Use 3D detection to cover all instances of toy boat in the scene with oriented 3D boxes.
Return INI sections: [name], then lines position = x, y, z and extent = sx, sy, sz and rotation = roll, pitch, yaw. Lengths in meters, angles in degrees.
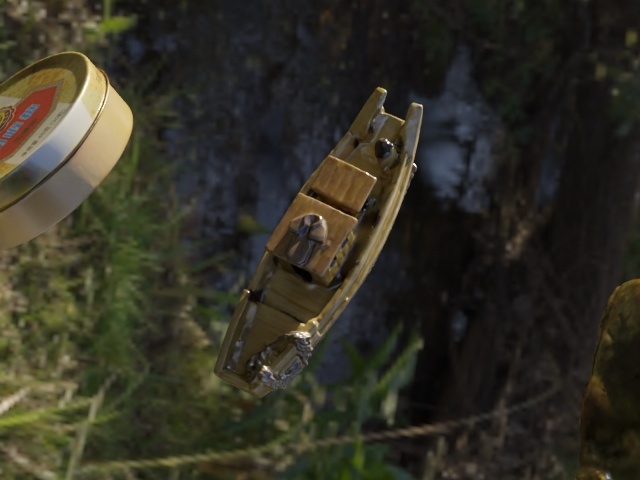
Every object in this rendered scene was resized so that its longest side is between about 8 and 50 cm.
[toy boat]
position = 0.000, 0.000, 0.873
extent = 0.206, 0.064, 0.072
rotation = -61, 164, -13

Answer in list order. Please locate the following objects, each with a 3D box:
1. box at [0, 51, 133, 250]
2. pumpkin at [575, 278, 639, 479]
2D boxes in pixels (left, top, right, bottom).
[box]
position = -0.141, -0.043, 0.693
extent = 0.037, 0.105, 0.105
rotation = 51, 48, -31
[pumpkin]
position = 0.215, 0.152, 0.600
extent = 0.095, 0.290, 0.258
rotation = 28, 75, -49
